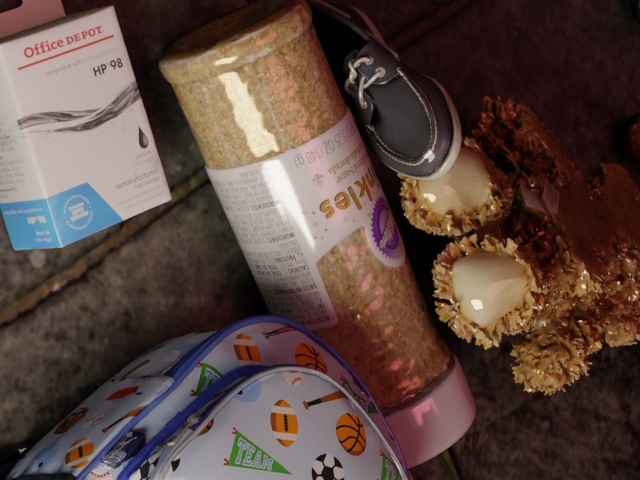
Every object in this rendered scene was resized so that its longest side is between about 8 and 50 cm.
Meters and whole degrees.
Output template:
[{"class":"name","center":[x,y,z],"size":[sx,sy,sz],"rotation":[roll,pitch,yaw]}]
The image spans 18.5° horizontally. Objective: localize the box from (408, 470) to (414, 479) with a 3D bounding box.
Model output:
[{"class":"box","center":[0.063,0.304,1.538],"size":[0.164,0.021,0.201],"rotation":[-30,90,-42]}]

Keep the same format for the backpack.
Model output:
[{"class":"backpack","center":[-0.062,0.181,1.356],"size":[0.276,0.213,0.263],"rotation":[58,43,-20]}]

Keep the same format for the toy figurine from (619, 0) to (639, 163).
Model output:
[{"class":"toy figurine","center":[0.378,-0.142,1.814],"size":[0.213,0.148,0.209],"rotation":[13,85,-44]}]

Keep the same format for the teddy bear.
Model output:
[{"class":"teddy bear","center":[0.162,0.007,1.586],"size":[0.245,0.113,0.338],"rotation":[58,28,2]}]

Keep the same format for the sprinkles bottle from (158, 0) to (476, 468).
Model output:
[{"class":"sprinkles bottle","center":[0.000,0.000,1.468],"size":[0.121,0.121,0.355],"rotation":[-37,112,-37]}]

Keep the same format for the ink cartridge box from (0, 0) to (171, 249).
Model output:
[{"class":"ink cartridge box","center":[-0.182,-0.094,1.347],"size":[0.104,0.060,0.180],"rotation":[-26,105,-40]}]

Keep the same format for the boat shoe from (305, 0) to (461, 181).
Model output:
[{"class":"boat shoe","center":[0.032,-0.116,1.470],"size":[0.065,0.206,0.075],"rotation":[18,116,-42]}]
